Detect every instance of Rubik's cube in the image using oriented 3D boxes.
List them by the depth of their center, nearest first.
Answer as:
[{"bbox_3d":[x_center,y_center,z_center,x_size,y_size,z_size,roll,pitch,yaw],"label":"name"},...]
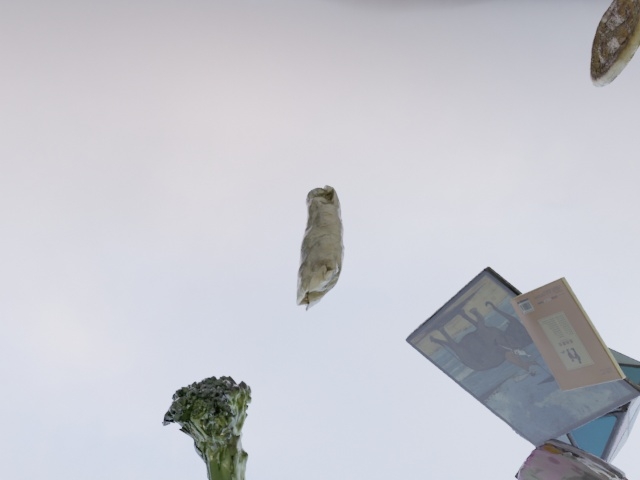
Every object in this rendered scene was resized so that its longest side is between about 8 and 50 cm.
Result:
[{"bbox_3d":[0.675,0.413,1.479,0.246,0.249,0.248,26,-150,37],"label":"Rubik's cube"}]

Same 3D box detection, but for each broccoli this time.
[{"bbox_3d":[-0.187,0.402,1.032,0.146,0.165,0.303,-16,-100,13],"label":"broccoli"}]

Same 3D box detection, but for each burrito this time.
[{"bbox_3d":[0.000,0.000,0.884,0.059,0.082,0.275,36,-153,-21],"label":"burrito"}]

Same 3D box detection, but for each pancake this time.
[{"bbox_3d":[0.472,-0.322,0.909,0.028,0.158,0.158,14,-142,-2],"label":"pancake"}]

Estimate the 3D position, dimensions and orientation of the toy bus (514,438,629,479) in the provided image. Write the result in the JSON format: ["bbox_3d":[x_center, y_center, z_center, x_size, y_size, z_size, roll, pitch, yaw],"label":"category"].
[{"bbox_3d":[0.234,0.389,0.628,0.113,0.316,0.138,17,-174,39],"label":"toy bus"}]

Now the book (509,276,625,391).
[{"bbox_3d":[0.385,0.151,0.902,0.012,0.118,0.172,-23,-100,-32],"label":"book"}]

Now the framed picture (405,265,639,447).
[{"bbox_3d":[0.363,0.230,1.065,0.347,0.265,0.016,40,-139,2],"label":"framed picture"}]
